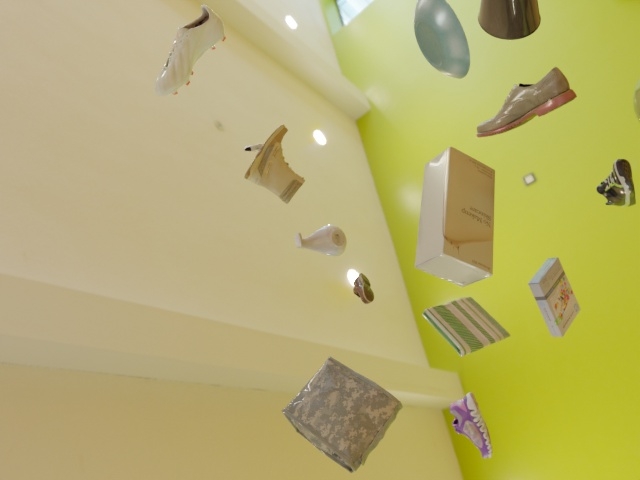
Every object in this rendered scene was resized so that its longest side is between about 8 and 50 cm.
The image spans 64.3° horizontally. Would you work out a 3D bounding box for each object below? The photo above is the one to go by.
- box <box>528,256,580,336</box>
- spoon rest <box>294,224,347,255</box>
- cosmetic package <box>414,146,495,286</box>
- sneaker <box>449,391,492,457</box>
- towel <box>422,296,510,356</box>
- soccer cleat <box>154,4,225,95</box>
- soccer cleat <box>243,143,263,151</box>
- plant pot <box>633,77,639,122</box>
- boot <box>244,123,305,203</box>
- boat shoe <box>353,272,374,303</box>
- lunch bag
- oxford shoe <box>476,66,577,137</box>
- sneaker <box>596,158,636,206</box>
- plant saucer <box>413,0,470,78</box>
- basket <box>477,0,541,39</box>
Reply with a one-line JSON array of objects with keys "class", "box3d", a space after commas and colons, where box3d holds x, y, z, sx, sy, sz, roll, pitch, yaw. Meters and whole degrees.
[{"class": "box", "box3d": [0.689, 0.166, 1.496, 0.145, 0.038, 0.186, -36, -75, -35]}, {"class": "spoon rest", "box3d": [0.000, 0.000, 2.101, 0.276, 0.084, 0.138, 0, -104, -40]}, {"class": "cosmetic package", "box3d": [0.342, -0.060, 1.281, 0.160, 0.113, 0.310, 21, -119, -21]}, {"class": "sneaker", "box3d": [0.500, 0.624, 1.702, 0.095, 0.104, 0.237, -61, -52, -73]}, {"class": "towel", "box3d": [0.590, 0.340, 2.065, 0.324, 0.038, 0.248, -8, -136, -40]}, {"class": "soccer cleat", "box3d": [-0.265, -0.367, 0.988, 0.068, 0.196, 0.076, 31, 169, 35]}, {"class": "soccer cleat", "box3d": [-0.264, -0.366, 2.020, 0.036, 0.083, 0.029, -100, 3, -69]}, {"class": "plant pot", "box3d": [1.054, -0.421, 1.406, 0.275, 0.274, 0.293, 61, -159, 3]}, {"class": "boot", "box3d": [-0.137, -0.285, 1.898, 0.203, 0.095, 0.262, 33, -114, -11]}, {"class": "boat shoe", "box3d": [0.158, 0.191, 1.920, 0.064, 0.060, 0.178, 43, -164, -21]}, {"class": "lunch bag", "box3d": [0.075, 0.520, 1.507, 0.235, 0.287, 0.169, -45, -49, -24]}, {"class": "oxford shoe", "box3d": [0.652, -0.445, 1.674, 0.123, 0.348, 0.130, -27, -87, -41]}, {"class": "sneaker", "box3d": [0.869, -0.155, 1.507, 0.234, 0.097, 0.084, 38, -125, -47]}, {"class": "plant saucer", "box3d": [0.241, -0.421, 1.068, 0.195, 0.037, 0.195, 60, 178, 4]}, {"class": "basket", "box3d": [0.567, -0.750, 1.543, 0.204, 0.154, 0.227, 35, 177, 27]}]
